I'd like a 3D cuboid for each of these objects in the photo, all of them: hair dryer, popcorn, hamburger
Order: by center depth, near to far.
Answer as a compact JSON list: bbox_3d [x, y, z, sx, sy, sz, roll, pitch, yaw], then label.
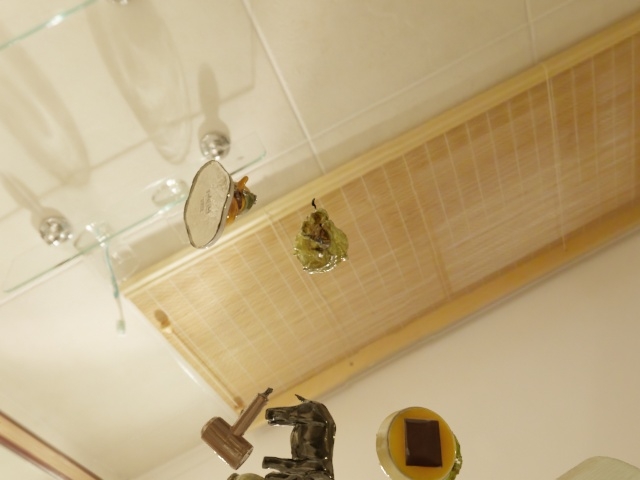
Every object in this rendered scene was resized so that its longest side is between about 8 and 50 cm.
[{"bbox_3d":[0.158,0.331,0.775,0.141,0.081,0.126,-9,-122,-12],"label":"hamburger"},{"bbox_3d":[-0.170,0.396,1.073,0.117,0.064,0.181,36,-99,18],"label":"hair dryer"},{"bbox_3d":[-0.009,0.001,1.454,0.169,0.195,0.173,-1,-129,27],"label":"popcorn"}]

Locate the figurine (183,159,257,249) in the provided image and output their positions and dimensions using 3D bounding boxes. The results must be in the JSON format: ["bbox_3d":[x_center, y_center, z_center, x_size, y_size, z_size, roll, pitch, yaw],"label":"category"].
[{"bbox_3d":[-0.240,-0.070,1.223,0.167,0.141,0.249,-16,-122,33],"label":"figurine"}]

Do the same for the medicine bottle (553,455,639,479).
[{"bbox_3d":[0.149,0.319,0.356,0.333,0.189,0.190,-21,-147,-16],"label":"medicine bottle"}]

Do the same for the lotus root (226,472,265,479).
[{"bbox_3d":[-0.143,0.594,1.126,0.183,0.090,0.077,22,-108,28],"label":"lotus root"}]

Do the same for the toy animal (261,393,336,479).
[{"bbox_3d":[-0.038,0.425,0.935,0.147,0.114,0.244,1,-107,2],"label":"toy animal"}]
